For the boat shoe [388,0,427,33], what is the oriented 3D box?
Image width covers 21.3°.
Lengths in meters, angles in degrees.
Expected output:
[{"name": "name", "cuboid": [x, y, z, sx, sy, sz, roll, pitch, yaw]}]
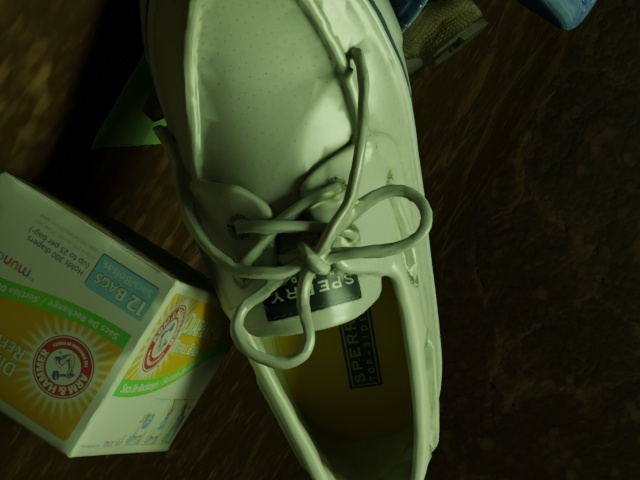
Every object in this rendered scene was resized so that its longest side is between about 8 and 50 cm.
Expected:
[{"name": "boat shoe", "cuboid": [0.013, -0.124, 0.935, 0.183, 0.066, 0.066, -50, 180, 29]}]

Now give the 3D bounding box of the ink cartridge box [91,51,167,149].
[{"name": "ink cartridge box", "cuboid": [-0.029, -0.144, 0.990, 0.235, 0.056, 0.171, -61, 169, 11]}]

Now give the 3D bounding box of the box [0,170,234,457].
[{"name": "box", "cuboid": [-0.125, 0.045, 0.927, 0.103, 0.114, 0.203, -58, 169, 0]}]

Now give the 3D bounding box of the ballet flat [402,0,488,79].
[{"name": "ballet flat", "cuboid": [0.062, -0.160, 1.393, 0.084, 0.058, 0.250, -38, 178, 38]}]

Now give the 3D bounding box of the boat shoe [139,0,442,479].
[{"name": "boat shoe", "cuboid": [-0.008, 0.003, 0.875, 0.156, 0.136, 0.367, -94, 173, -56]}]

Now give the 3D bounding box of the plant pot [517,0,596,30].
[{"name": "plant pot", "cuboid": [0.068, -0.245, 0.693, 0.236, 0.212, 0.236, -59, 170, 5]}]
